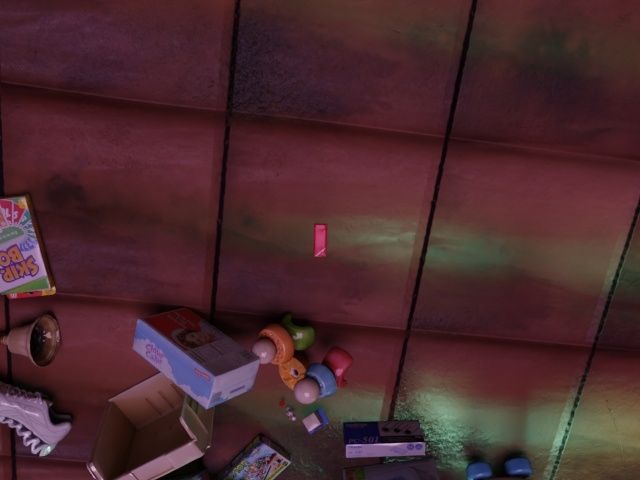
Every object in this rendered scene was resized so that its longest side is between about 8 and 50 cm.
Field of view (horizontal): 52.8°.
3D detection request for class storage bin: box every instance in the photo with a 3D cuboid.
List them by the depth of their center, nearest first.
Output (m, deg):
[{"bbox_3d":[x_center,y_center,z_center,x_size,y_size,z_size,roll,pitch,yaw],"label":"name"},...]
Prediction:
[{"bbox_3d":[-0.405,0.454,1.579,0.262,0.260,0.123,-28,113,8],"label":"storage bin"}]

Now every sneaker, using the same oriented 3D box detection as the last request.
[{"bbox_3d":[-0.761,0.418,1.637,0.118,0.110,0.292,-39,116,4],"label":"sneaker"}]

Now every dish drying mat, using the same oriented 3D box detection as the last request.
[{"bbox_3d":[0.000,0.000,1.556,0.032,0.008,0.083,1,111,-2],"label":"dish drying mat"}]

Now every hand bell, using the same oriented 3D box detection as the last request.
[{"bbox_3d":[-0.781,0.241,1.577,0.242,0.126,0.126,1,111,11],"label":"hand bell"}]

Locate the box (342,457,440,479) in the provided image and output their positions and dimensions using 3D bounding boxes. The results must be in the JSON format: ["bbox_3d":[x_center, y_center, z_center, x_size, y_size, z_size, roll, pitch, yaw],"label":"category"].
[{"bbox_3d":[0.201,0.721,1.722,0.262,0.231,0.126,-7,111,1],"label":"box"}]

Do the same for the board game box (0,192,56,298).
[{"bbox_3d":[-0.717,0.021,1.519,0.124,0.039,0.259,-6,114,0],"label":"board game box"}]

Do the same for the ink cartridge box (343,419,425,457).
[{"bbox_3d":[0.167,0.527,1.717,0.207,0.097,0.046,-2,111,-2],"label":"ink cartridge box"}]

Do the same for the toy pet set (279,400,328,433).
[{"bbox_3d":[-0.026,0.442,1.709,0.122,0.065,0.114,-35,74,7],"label":"toy pet set"}]

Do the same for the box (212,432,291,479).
[{"bbox_3d":[-0.190,0.634,1.774,0.114,0.036,0.207,39,104,-15],"label":"box"}]

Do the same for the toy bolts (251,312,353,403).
[{"bbox_3d":[-0.059,0.320,1.545,0.229,0.159,0.218,25,123,31],"label":"toy bolts"}]

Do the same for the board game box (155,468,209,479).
[{"bbox_3d":[-0.422,0.640,1.619,0.208,0.347,0.056,-17,77,2],"label":"board game box"}]

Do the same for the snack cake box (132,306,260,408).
[{"bbox_3d":[-0.290,0.264,1.497,0.264,0.152,0.089,29,113,30],"label":"snack cake box"}]

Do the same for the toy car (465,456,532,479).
[{"bbox_3d":[0.509,0.760,1.798,0.211,0.219,0.237,-6,139,0],"label":"toy car"}]
